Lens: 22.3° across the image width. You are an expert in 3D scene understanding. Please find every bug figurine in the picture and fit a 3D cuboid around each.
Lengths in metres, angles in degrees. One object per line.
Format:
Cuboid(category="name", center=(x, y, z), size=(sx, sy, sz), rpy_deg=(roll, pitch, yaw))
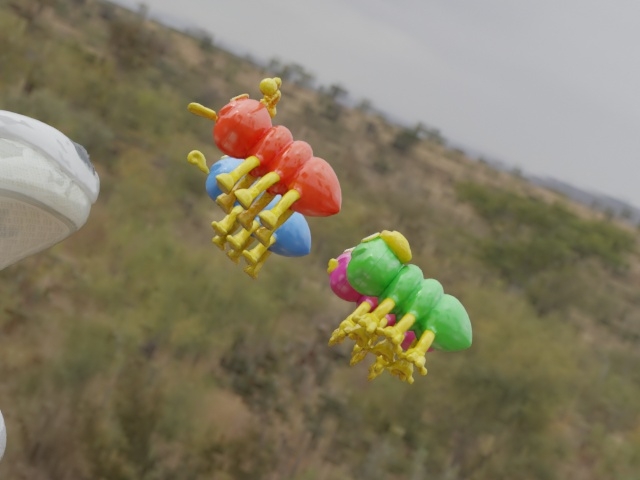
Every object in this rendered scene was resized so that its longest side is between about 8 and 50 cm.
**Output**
Cuboid(category="bug figurine", center=(0.000, 0.000, 1.023), size=(0.216, 0.072, 0.279), rpy_deg=(43, -9, 0))

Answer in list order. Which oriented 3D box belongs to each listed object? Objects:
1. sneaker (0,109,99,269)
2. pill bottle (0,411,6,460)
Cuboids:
Cuboid(category="sneaker", center=(-0.225, 0.029, 0.693), size=(0.292, 0.118, 0.110), rpy_deg=(-18, -31, 15))
Cuboid(category="pill bottle", center=(-0.321, 0.201, 1.047), size=(0.161, 0.161, 0.283), rpy_deg=(23, 38, 2))
